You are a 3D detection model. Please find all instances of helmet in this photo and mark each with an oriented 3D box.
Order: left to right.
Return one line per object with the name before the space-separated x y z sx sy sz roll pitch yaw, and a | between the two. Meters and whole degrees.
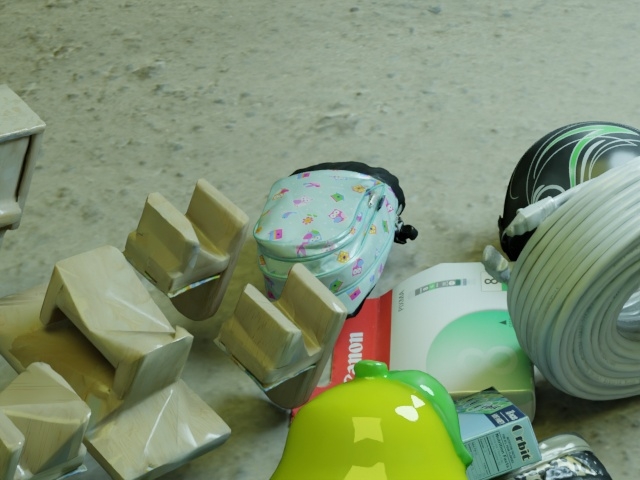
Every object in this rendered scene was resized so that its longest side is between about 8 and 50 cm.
helmet | 0.269 -0.038 1.466 0.169 0.169 0.161 18 63 26

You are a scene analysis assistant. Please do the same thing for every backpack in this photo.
backpack | 0.000 0.000 1.472 0.152 0.115 0.182 -8 32 22

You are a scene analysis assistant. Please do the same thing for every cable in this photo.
cable | 0.288 0.031 1.309 0.257 0.257 0.089 -31 49 1

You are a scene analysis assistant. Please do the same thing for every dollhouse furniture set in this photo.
dollhouse furniture set | -0.258 0.087 1.335 0.362 0.256 0.394 -21 54 -44

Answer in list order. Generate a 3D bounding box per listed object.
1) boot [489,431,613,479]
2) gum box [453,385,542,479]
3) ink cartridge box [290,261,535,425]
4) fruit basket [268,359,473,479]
boot | 0.169 0.266 1.185 0.236 0.085 0.178 -27 48 -20
gum box | 0.077 0.180 1.244 0.184 0.041 0.157 -19 4 -2
ink cartridge box | 0.087 0.096 1.416 0.225 0.056 0.181 0 40 5
fruit basket | 0.022 0.287 1.021 0.392 0.283 0.392 -5 55 7
